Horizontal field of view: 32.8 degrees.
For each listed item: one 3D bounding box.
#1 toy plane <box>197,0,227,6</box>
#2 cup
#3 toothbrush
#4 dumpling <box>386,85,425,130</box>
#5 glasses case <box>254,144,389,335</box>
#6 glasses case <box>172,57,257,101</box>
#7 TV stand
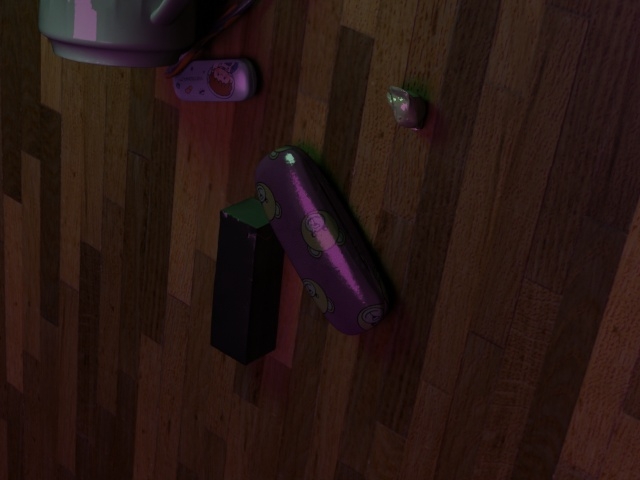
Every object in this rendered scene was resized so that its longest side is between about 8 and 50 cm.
[{"bbox_3d":[-0.186,-0.394,1.725,0.120,0.031,0.049,0,103,39],"label":"toy plane"},{"bbox_3d":[-0.269,-0.426,1.605,0.322,0.236,0.327,22,112,42],"label":"cup"},{"bbox_3d":[-0.148,-0.343,1.691,0.321,0.023,0.031,-39,73,35],"label":"toothbrush"},{"bbox_3d":[0.116,-0.186,1.530,0.057,0.076,0.052,14,94,33],"label":"dumpling"},{"bbox_3d":[0.000,0.000,1.700,0.123,0.076,0.316,-33,85,45],"label":"glasses case"},{"bbox_3d":[-0.173,-0.259,1.760,0.178,0.045,0.067,6,105,40],"label":"glasses case"},{"bbox_3d":[-0.123,0.070,1.838,0.088,0.082,0.270,26,123,32],"label":"TV stand"}]
